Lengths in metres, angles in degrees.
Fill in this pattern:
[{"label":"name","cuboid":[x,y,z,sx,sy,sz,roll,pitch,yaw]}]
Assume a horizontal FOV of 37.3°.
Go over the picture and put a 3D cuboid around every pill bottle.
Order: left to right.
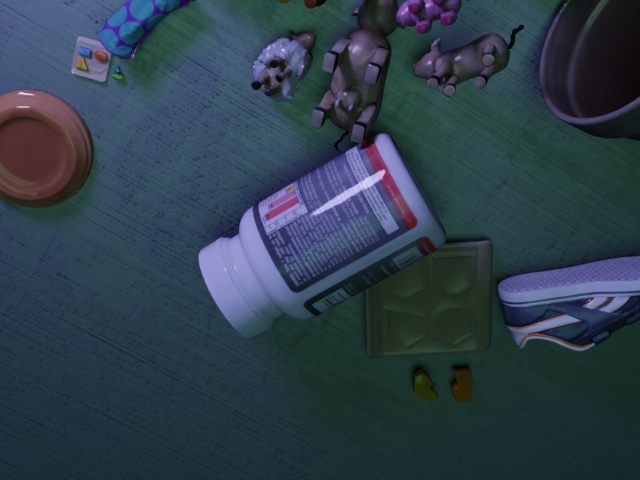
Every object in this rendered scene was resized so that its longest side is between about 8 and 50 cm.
[{"label":"pill bottle","cuboid":[0.000,0.000,1.529,0.363,0.210,0.210,-29,108,9]}]

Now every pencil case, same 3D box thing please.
[{"label":"pencil case","cuboid":[-0.272,-0.349,1.471,0.152,0.064,0.070,-41,90,13]}]

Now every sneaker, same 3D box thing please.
[{"label":"sneaker","cuboid":[0.475,0.109,1.631,0.321,0.126,0.127,-9,106,13]}]

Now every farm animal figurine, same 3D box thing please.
[{"label":"farm animal figurine","cuboid":[0.097,-0.288,1.451,0.330,0.172,0.327,34,124,0]}]

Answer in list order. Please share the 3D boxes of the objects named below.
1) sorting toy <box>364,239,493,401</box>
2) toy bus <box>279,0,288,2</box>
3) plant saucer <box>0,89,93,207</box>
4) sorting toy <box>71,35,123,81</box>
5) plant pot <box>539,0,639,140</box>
[{"label":"sorting toy","cuboid":[0.192,0.147,1.684,0.229,0.041,0.307,-4,110,-5]},{"label":"toy bus","cuboid":[-0.166,-0.476,1.392,0.333,0.130,0.108,30,107,-12]},{"label":"plant saucer","cuboid":[-0.476,-0.145,1.554,0.200,0.037,0.200,-1,109,-2]},{"label":"sorting toy","cuboid":[-0.353,-0.286,1.518,0.083,0.012,0.062,15,109,-7]},{"label":"plant pot","cuboid":[0.544,-0.268,1.421,0.280,0.323,0.323,22,109,-26]}]
